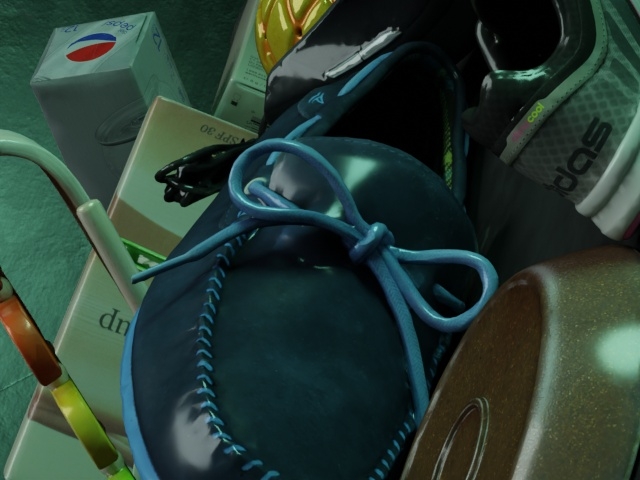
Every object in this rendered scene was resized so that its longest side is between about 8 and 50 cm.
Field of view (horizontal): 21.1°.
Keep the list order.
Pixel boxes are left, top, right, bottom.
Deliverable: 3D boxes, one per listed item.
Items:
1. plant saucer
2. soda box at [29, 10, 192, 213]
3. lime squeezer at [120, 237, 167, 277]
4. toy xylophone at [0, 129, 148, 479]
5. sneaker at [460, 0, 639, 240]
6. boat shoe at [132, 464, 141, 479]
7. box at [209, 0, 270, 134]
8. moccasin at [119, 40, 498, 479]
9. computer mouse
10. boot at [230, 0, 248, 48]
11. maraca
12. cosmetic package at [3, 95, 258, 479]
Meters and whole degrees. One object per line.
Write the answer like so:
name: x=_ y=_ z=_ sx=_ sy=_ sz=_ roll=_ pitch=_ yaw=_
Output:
plant saucer: x=0.054 y=0.075 z=0.542 sx=0.168 sy=0.029 sz=0.168 roll=-158 pitch=90 yaw=-81
soda box: x=-0.151 y=-0.054 z=1.506 sx=0.091 sy=0.098 sz=0.286 roll=-77 pitch=-25 yaw=-50
lime squeezer: x=-0.045 y=0.027 z=0.919 sx=0.059 sy=0.110 sz=0.310 roll=-51 pitch=10 yaw=-4
toy xylophone: x=-0.106 y=0.068 z=0.842 sx=0.081 sy=0.323 sz=0.236 roll=-33 pitch=4 yaw=-8
sneaker: x=0.090 y=-0.085 z=0.558 sx=0.063 sy=0.075 sz=0.170 roll=126 pitch=164 yaw=-62
boat shoe: x=-0.073 y=0.129 z=1.075 sx=0.228 sy=0.081 sz=0.069 roll=-78 pitch=-16 yaw=-62
box: x=-0.035 y=-0.159 z=1.551 sx=0.275 sy=0.094 sz=0.113 roll=-77 pitch=11 yaw=-51
moccasin: x=0.000 y=0.000 z=0.724 sx=0.117 sy=0.138 sz=0.342 roll=-52 pitch=16 yaw=27
computer mouse: x=0.043 y=-0.096 z=0.947 sx=0.262 sy=0.060 sz=0.184 roll=-42 pitch=-12 yaw=28
boot: x=0.005 y=-0.347 z=1.817 sx=0.223 sy=0.118 sz=0.338 roll=134 pitch=146 yaw=-63
maraca: x=0.024 y=-0.148 z=1.132 sx=0.185 sy=0.099 sz=0.127 roll=2 pitch=70 yaw=54
cosmetic package: x=-0.112 y=0.061 z=1.270 sx=0.129 sy=0.153 sz=0.296 roll=154 pitch=136 yaw=-80
